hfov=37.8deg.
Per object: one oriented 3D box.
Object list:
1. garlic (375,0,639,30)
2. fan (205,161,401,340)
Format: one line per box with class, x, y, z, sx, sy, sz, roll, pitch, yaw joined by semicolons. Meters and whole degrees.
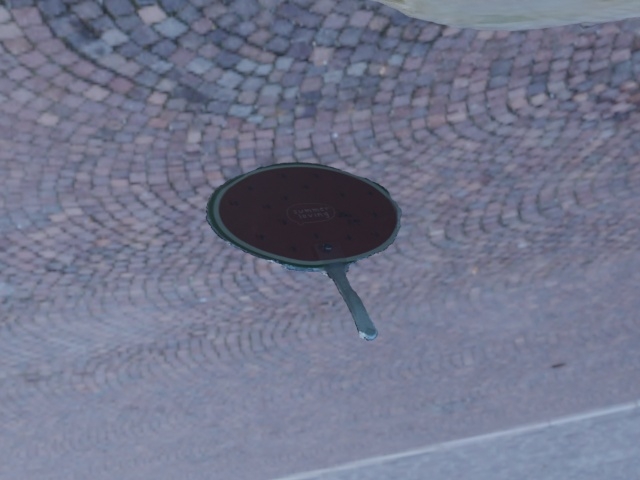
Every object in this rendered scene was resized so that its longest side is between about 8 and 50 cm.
garlic;0.073;-0.192;0.251;0.317;0.259;0.317;2;-177;0
fan;0.000;0.000;0.381;0.085;0.133;0.005;-6;124;-16
